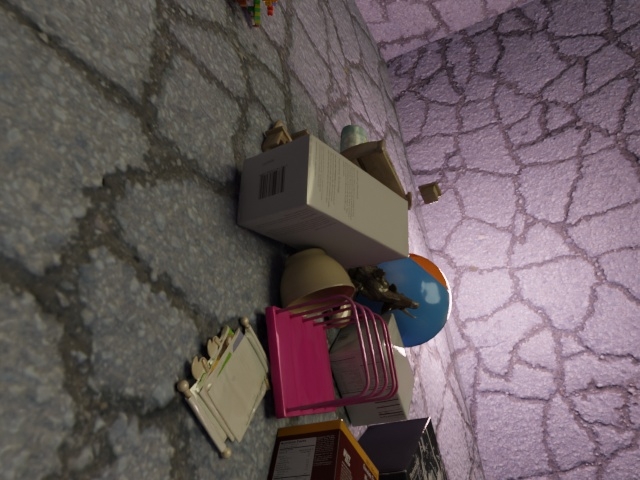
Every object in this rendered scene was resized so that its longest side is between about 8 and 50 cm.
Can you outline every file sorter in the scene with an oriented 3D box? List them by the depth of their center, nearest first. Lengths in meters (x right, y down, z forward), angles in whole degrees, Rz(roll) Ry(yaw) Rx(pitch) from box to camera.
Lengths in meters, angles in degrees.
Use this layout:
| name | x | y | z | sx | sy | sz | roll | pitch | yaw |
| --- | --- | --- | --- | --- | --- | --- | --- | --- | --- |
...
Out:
| name | x | y | z | sx | sy | sz | roll | pitch | yaw |
| --- | --- | --- | --- | --- | --- | --- | --- | --- | --- |
| file sorter | 0.039 | 0.240 | 0.987 | 0.291 | 0.182 | 0.202 | 39 | 39 | -64 |

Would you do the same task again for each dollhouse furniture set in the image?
| name | x | y | z | sx | sy | sz | roll | pitch | yaw |
| --- | --- | --- | --- | --- | --- | --- | --- | --- | --- |
| dollhouse furniture set | 0.088 | -0.218 | 1.214 | 0.303 | 0.356 | 0.173 | 57 | 32 | -36 |

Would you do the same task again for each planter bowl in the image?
| name | x | y | z | sx | sy | sz | roll | pitch | yaw |
| --- | --- | --- | --- | --- | --- | --- | --- | --- | --- |
| planter bowl | -0.019 | 0.084 | 1.035 | 0.162 | 0.162 | 0.109 | 31 | 35 | -62 |

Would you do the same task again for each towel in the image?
| name | x | y | z | sx | sy | sz | roll | pitch | yaw |
| --- | --- | --- | --- | --- | --- | --- | --- | --- | --- |
| towel | 0.144 | -0.175 | 1.628 | 0.374 | 0.090 | 0.320 | 31 | 54 | -71 |

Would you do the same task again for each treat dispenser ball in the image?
| name | x | y | z | sx | sy | sz | roll | pitch | yaw |
| --- | --- | --- | --- | --- | --- | --- | --- | --- | --- |
| treat dispenser ball | 0.246 | 0.178 | 1.451 | 0.288 | 0.288 | 0.288 | -16 | 90 | -70 |

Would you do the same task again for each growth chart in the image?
| name | x | y | z | sx | sy | sz | roll | pitch | yaw |
| --- | --- | --- | --- | --- | --- | --- | --- | --- | --- |
| growth chart | -0.141 | 0.226 | 0.788 | 0.172 | 0.021 | 0.237 | 69 | 21 | -12 |

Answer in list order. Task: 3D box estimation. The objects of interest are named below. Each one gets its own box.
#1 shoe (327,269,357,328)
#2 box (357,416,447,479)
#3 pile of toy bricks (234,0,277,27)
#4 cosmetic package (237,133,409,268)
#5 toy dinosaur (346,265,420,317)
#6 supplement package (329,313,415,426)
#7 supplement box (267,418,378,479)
| name | x | y | z | sx | sy | sz | roll | pitch | yaw |
| --- | --- | --- | --- | --- | --- | --- | --- | --- | --- |
| shoe | 0.059 | 0.135 | 1.299 | 0.219 | 0.077 | 0.058 | -79 | 152 | -48 |
| box | 0.190 | 0.630 | 1.122 | 0.343 | 0.179 | 0.312 | 1 | 72 | -69 |
| pile of toy bricks | -0.168 | -0.623 | 1.276 | 0.212 | 0.118 | 0.105 | -103 | -165 | -59 |
| cosmetic package | 0.021 | -0.061 | 1.045 | 0.365 | 0.197 | 0.155 | 24 | 61 | -48 |
| toy dinosaur | 0.123 | 0.088 | 1.288 | 0.313 | 0.121 | 0.160 | 52 | 0 | 32 |
| supplement package | 0.137 | 0.331 | 1.247 | 0.194 | 0.149 | 0.203 | -41 | 114 | -68 |
| supplement box | 0.007 | 0.457 | 0.842 | 0.191 | 0.129 | 0.194 | 61 | 24 | -31 |
